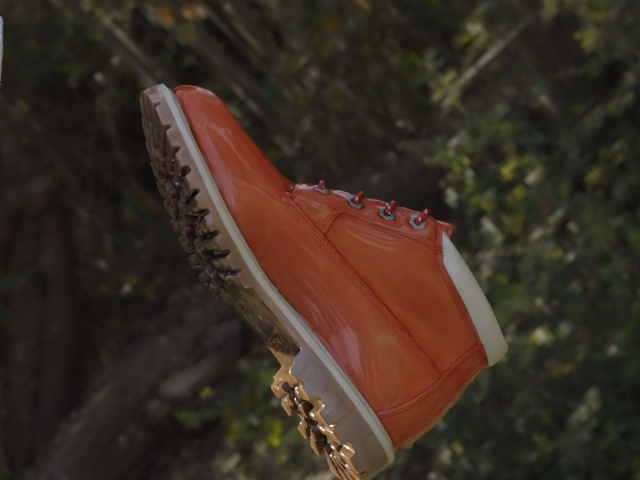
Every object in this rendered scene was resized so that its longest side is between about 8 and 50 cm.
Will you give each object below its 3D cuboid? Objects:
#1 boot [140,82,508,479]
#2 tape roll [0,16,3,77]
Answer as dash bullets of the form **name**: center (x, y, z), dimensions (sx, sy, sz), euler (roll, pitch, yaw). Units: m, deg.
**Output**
- **boot**: center (0.000, 0.000, 0.651), dimensions (0.085, 0.158, 0.059), euler (-35, 3, -13)
- **tape roll**: center (-0.259, -0.050, 0.743), dimensions (0.246, 0.246, 0.169), euler (-48, 5, -17)
